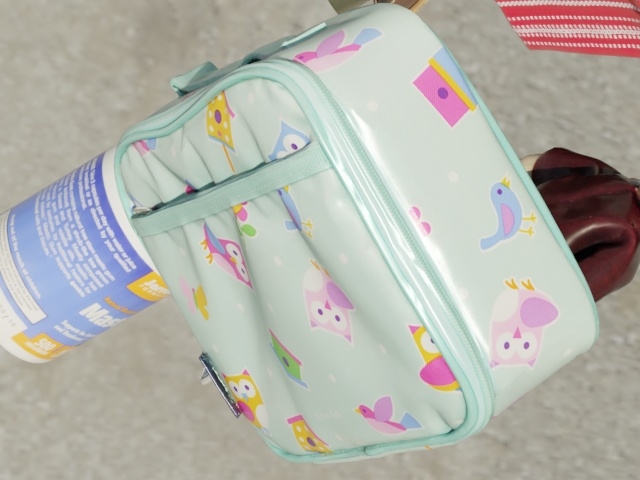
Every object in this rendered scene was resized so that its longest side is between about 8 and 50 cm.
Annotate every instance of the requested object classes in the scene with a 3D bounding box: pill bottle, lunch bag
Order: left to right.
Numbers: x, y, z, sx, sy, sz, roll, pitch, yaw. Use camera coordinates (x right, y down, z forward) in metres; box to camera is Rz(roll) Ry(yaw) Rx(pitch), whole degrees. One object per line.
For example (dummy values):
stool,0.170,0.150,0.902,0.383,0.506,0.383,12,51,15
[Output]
pill bottle,-0.197,-0.004,1.763,0.272,0.152,0.152,-28,62,19
lunch bag,0.000,0.000,0.958,0.224,0.108,0.279,58,153,-7

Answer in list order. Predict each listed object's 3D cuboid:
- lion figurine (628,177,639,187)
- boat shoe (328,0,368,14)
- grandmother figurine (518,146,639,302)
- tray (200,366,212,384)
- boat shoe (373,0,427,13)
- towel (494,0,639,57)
lion figurine,0.377,-0.009,1.324,0.392,0.240,0.142,50,123,32
boat shoe,0.000,-0.290,1.165,0.103,0.113,0.302,-26,72,9
grandmother figurine,0.146,0.005,1.250,0.342,0.104,0.208,-18,41,17
tray,-0.025,-0.020,1.399,0.145,0.030,0.270,143,147,-71
boat shoe,0.107,-0.319,1.947,0.207,0.073,0.073,-53,42,37
towel,0.161,-0.238,1.430,0.199,0.275,0.031,14,61,52
